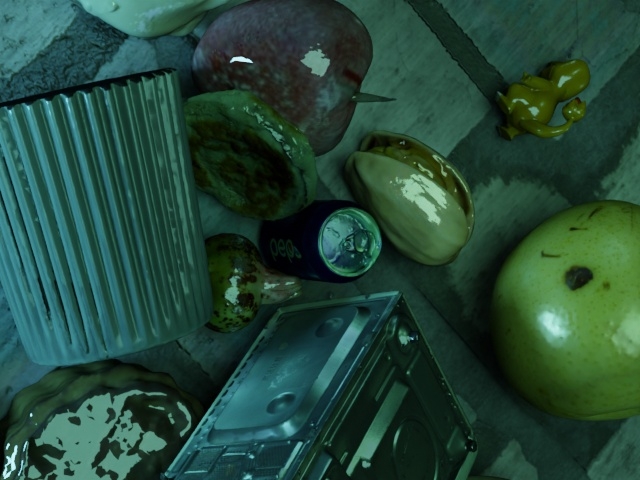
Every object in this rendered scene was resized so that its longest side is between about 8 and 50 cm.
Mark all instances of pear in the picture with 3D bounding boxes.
[{"bbox_3d":[0.417,0.110,2.043,0.348,0.348,0.348,0,90,-23],"label":"pear"}]

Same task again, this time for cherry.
[{"bbox_3d":[-0.033,-0.228,1.899,0.285,0.213,0.236,12,119,4],"label":"cherry"}]

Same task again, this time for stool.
[{"bbox_3d":[-0.295,-0.031,1.764,0.297,0.297,0.330,-16,100,-22],"label":"stool"}]

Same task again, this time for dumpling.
[{"bbox_3d":[-0.238,-0.395,1.811,0.318,0.243,0.187,46,43,-28],"label":"dumpling"}]

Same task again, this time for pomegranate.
[{"bbox_3d":[-0.113,0.057,1.907,0.163,0.125,0.138,-4,72,17],"label":"pomegranate"}]

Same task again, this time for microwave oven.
[{"bbox_3d":[0.021,0.307,1.806,0.333,0.247,0.394,63,38,-26],"label":"microwave oven"}]

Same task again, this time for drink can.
[{"bbox_3d":[0.000,0.000,1.927,0.118,0.205,0.118,0,91,-23],"label":"drink can"}]

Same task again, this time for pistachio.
[{"bbox_3d":[0.134,-0.062,2.026,0.229,0.157,0.157,47,73,-11],"label":"pistachio"}]

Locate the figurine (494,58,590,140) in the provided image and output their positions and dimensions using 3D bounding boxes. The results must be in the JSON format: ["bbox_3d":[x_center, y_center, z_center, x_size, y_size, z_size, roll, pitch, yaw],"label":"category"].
[{"bbox_3d":[0.363,-0.219,2.127,0.176,0.122,0.121,-41,139,-24],"label":"figurine"}]

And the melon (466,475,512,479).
[{"bbox_3d":[0.213,0.458,2.015,0.317,0.223,0.223,-3,92,-24],"label":"melon"}]

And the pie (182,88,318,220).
[{"bbox_3d":[-0.111,-0.116,1.866,0.240,0.240,0.054,42,55,-18],"label":"pie"}]

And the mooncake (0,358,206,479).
[{"bbox_3d":[-0.281,0.322,1.820,0.324,0.187,0.324,1,88,-22],"label":"mooncake"}]
